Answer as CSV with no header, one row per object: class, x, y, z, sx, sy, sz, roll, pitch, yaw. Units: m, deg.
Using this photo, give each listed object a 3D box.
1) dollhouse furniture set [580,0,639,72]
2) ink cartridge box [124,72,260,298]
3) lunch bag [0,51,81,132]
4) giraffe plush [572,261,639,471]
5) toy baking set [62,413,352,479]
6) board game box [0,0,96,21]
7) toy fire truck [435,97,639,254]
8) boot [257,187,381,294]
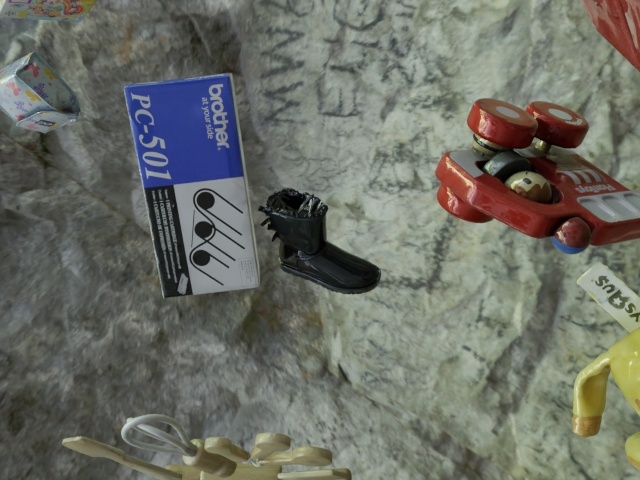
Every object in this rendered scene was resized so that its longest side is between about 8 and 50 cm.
dollhouse furniture set,0.203,-0.245,0.309,0.201,0.152,0.374,-36,-44,17
ink cartridge box,-0.119,-0.051,0.628,0.097,0.046,0.207,-7,-72,-2
lunch bag,-0.324,-0.161,0.738,0.083,0.071,0.053,50,-136,-38
giraffe plush,0.218,0.073,0.293,0.210,0.170,0.181,30,-86,18
toy baking set,-0.097,0.203,0.617,0.256,0.196,0.030,2,-124,2
board game box,-0.321,-0.305,0.780,0.103,0.154,0.026,-9,-90,-35
toy fire truck,0.334,-0.079,0.958,0.302,0.254,0.169,-7,-51,-35
boot,0.001,0.000,0.647,0.121,0.099,0.045,15,-131,20
